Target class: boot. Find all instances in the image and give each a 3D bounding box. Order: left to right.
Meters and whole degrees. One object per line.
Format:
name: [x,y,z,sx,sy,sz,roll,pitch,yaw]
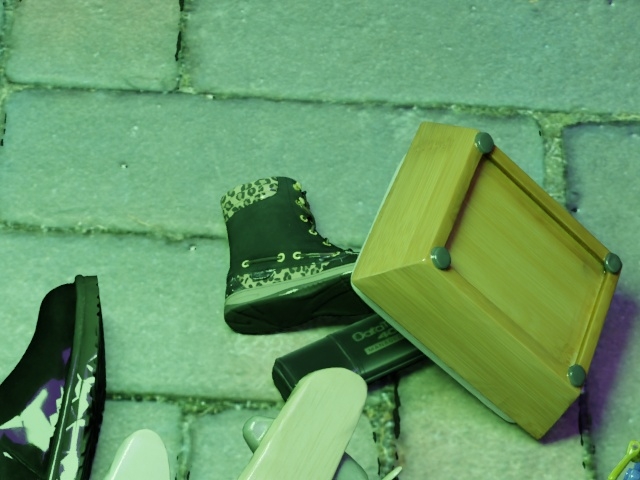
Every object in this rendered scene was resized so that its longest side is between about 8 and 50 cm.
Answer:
boot: [-0.360,0.173,1.936,0.260,0.131,0.348,7,53,-1]
boot: [-0.001,-0.001,2.111,0.236,0.085,0.179,-14,52,6]

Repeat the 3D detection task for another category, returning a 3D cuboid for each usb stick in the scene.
usb stick: [0.076,0.112,2.080,0.278,0.045,0.077,-23,52,-21]

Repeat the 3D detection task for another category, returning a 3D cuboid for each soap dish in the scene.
soap dish: [0.187,0.036,2.020,0.291,0.118,0.229,40,53,-21]

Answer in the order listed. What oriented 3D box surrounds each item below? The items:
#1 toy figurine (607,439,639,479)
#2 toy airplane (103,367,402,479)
toy figurine: [0.401,0.273,1.869,0.217,0.191,0.362,27,44,16]
toy airplane: [-0.073,0.345,1.750,0.386,0.272,0.384,-19,71,-12]
